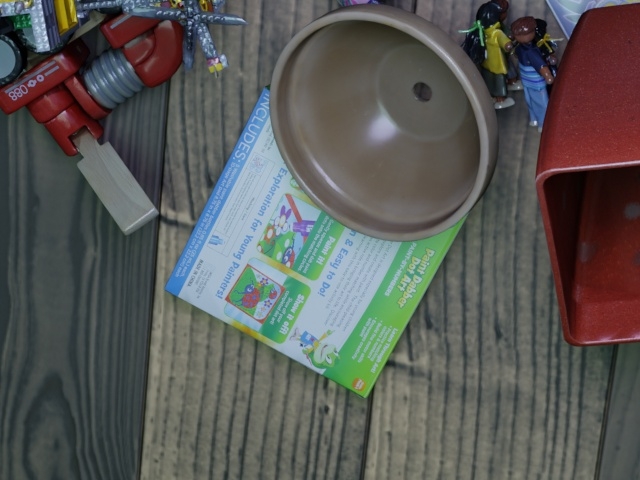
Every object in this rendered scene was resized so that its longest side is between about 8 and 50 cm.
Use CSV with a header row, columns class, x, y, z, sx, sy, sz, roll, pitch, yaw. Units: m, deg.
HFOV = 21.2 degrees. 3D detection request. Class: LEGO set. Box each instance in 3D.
class,x,y,z,sx,sy,sz,roll,pitch,yaw
LEGO set,-0.224,-0.282,1.555,0.331,0.192,0.255,2,107,5

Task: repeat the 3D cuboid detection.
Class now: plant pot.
class,x,y,z,sx,sy,sz,roll,pitch,yaw
plant pot,0.078,-0.126,1.657,0.237,0.110,0.237,16,123,27
plant pot,0.343,-0.081,1.588,0.267,0.235,0.267,-5,141,11

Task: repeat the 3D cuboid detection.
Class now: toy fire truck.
class,x,y,z,sx,sy,sz,roll,pitch,yaw
toy fire truck,-0.213,-0.154,1.752,0.217,0.158,0.246,-30,108,15

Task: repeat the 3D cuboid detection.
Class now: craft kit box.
class,x,y,z,sx,sy,sz,roll,pitch,yaw
craft kit box,0.000,0.000,1.790,0.247,0.061,0.250,30,106,5

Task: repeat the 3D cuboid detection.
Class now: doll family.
class,x,y,z,sx,sy,sz,roll,pitch,yaw
doll family,0.188,-0.179,1.646,0.076,0.193,0.111,-21,117,-22

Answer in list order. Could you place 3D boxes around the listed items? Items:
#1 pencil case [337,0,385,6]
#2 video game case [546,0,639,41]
class,x,y,z,sx,sy,sz,roll,pitch,yaw
pencil case,-0.028,-0.335,1.682,0.284,0.124,0.124,38,106,-2
video game case,0.306,-0.293,1.682,0.201,0.023,0.183,-29,96,15
